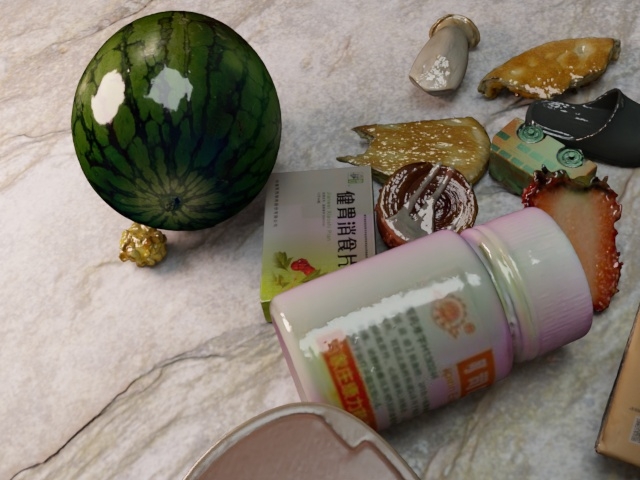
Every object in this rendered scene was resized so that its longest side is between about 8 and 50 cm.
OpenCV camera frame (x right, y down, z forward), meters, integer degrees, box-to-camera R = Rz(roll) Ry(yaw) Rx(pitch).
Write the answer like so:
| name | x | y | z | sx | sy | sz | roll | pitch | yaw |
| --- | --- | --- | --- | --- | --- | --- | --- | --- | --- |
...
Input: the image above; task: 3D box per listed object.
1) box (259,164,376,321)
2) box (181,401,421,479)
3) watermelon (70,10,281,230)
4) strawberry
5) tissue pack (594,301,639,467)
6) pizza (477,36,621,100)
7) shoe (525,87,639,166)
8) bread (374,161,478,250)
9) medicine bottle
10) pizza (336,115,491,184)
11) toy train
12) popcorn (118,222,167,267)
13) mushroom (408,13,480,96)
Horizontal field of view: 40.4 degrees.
| name | x | y | z | sx | sy | sz | roll | pitch | yaw |
| --- | --- | --- | --- | --- | --- | --- | --- | --- | --- |
| box | -0.001 | 0.000 | 1.367 | 0.175 | 0.062 | 0.260 | -4 | 51 | 5 |
| box | -0.013 | 0.365 | 0.993 | 0.301 | 0.216 | 0.301 | -3 | 54 | 5 |
| watermelon | -0.225 | -0.182 | 1.373 | 0.363 | 0.363 | 0.363 | -4 | 52 | 6 |
| strawberry | 0.357 | -0.002 | 1.280 | 0.167 | 0.087 | 0.208 | 8 | 83 | -19 |
| tissue pack | 0.525 | 0.192 | 1.073 | 0.306 | 0.238 | 0.238 | 17 | 57 | 20 |
| pizza | 0.414 | -0.301 | 1.540 | 0.271 | 0.056 | 0.134 | -25 | 51 | -12 |
| shoe | 0.460 | -0.197 | 1.421 | 0.241 | 0.093 | 0.108 | 13 | 55 | 10 |
| bread | 0.160 | -0.042 | 1.345 | 0.160 | 0.073 | 0.160 | 2 | 71 | -5 |
| medicine bottle | 0.144 | 0.109 | 1.164 | 0.388 | 0.219 | 0.219 | -21 | 52 | -9 |
| pizza | 0.157 | -0.139 | 1.466 | 0.262 | 0.034 | 0.181 | 1 | 53 | 6 |
| toy train | 0.355 | -0.118 | 1.397 | 0.099 | 0.072 | 0.188 | -37 | 57 | -21 |
| popcorn | -0.290 | 0.008 | 1.410 | 0.083 | 0.057 | 0.082 | -28 | 52 | -9 |
| mushroom | 0.225 | -0.333 | 1.576 | 0.097 | 0.088 | 0.212 | -18 | 37 | 37 |
